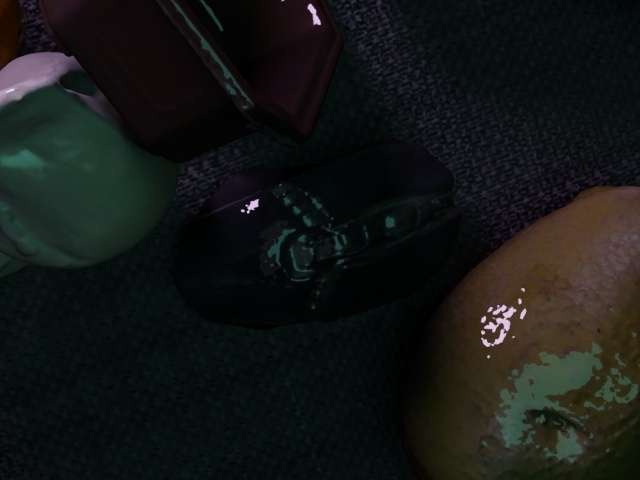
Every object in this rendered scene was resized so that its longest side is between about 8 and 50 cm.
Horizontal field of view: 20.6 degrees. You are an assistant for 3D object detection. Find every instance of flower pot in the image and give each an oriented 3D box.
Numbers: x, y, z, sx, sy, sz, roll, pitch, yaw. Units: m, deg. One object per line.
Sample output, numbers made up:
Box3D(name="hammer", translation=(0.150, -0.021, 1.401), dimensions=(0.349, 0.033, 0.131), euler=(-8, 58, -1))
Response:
Box3D(name="flower pot", translation=(-0.079, -0.134, 0.997), dimensions=(0.084, 0.251, 0.179), euler=(-33, 105, 18))

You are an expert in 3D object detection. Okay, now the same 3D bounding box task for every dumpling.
Box3D(name="dumpling", translation=(-0.164, -0.037, 1.007), dimensions=(0.151, 0.229, 0.124), euler=(-26, 67, 6))

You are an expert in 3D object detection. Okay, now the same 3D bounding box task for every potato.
Box3D(name="potato", translation=(0.160, 0.071, 1.111), dimensions=(0.174, 0.159, 0.251), euler=(40, 79, -39))

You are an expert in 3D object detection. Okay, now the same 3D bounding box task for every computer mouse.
Box3D(name="computer mouse", translation=(0.000, 0.000, 1.110), dimensions=(0.192, 0.062, 0.106), euler=(-16, 102, -9))

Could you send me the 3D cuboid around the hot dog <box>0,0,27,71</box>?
Box3D(name="hot dog", translation=(-0.260, -0.072, 1.032), dimensions=(0.131, 0.069, 0.253), euler=(22, 95, -23))
